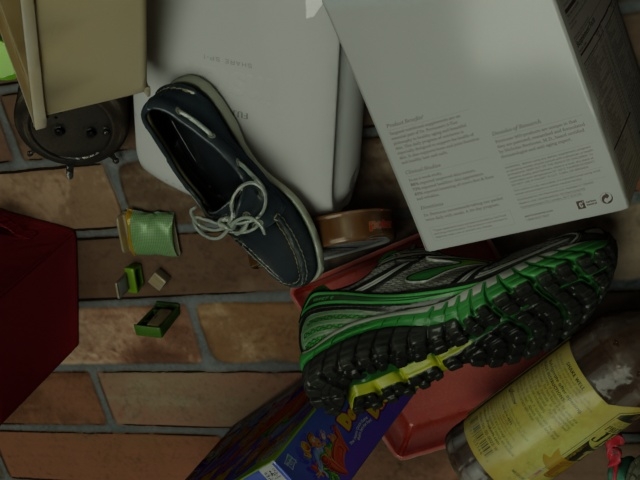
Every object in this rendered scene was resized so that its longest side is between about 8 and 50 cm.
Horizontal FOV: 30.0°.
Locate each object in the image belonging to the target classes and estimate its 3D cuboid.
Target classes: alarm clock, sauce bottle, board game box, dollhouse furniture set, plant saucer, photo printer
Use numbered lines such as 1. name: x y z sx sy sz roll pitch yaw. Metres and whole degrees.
1. alarm clock: -0.279 -0.159 1.346 0.129 0.064 0.192 4 131 -7
2. sauce bottle: 0.283 0.147 1.227 0.111 0.111 0.344 45 117 -5
3. board game box: -0.055 0.256 1.369 0.078 0.233 0.347 47 136 -4
4. dollhouse furniture set: -0.214 0.039 1.463 0.076 0.058 0.152 5 120 20
5. plant saucer: 0.134 0.109 1.359 0.258 0.048 0.259 -24 105 32
6. photo printer: -0.076 -0.169 1.252 0.256 0.107 0.307 14 124 17

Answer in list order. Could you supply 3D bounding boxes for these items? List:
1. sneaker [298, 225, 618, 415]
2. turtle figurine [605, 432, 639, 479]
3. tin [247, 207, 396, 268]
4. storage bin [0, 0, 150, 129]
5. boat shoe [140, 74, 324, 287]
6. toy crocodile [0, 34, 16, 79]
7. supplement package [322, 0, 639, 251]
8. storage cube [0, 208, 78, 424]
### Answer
1. sneaker: 0.133 0.050 1.211 0.343 0.146 0.134 -18 143 4
2. turtle figurine: 0.393 0.249 1.261 0.234 0.118 0.175 4 118 39
3. tin: 0.000 0.000 1.308 0.189 0.106 0.040 -16 84 43
4. storage bin: -0.257 -0.298 1.138 0.262 0.123 0.260 99 149 -52
5. boat shoe: -0.089 -0.049 1.212 0.095 0.079 0.254 -21 108 36
6. toy crocodile: -0.478 -0.274 1.370 0.340 0.115 0.105 28 118 5
7. supplement package: 0.165 -0.164 1.098 0.199 0.198 0.263 -13 112 30
8. storage cube: -0.434 0.085 1.504 0.183 0.193 0.215 15 123 15
